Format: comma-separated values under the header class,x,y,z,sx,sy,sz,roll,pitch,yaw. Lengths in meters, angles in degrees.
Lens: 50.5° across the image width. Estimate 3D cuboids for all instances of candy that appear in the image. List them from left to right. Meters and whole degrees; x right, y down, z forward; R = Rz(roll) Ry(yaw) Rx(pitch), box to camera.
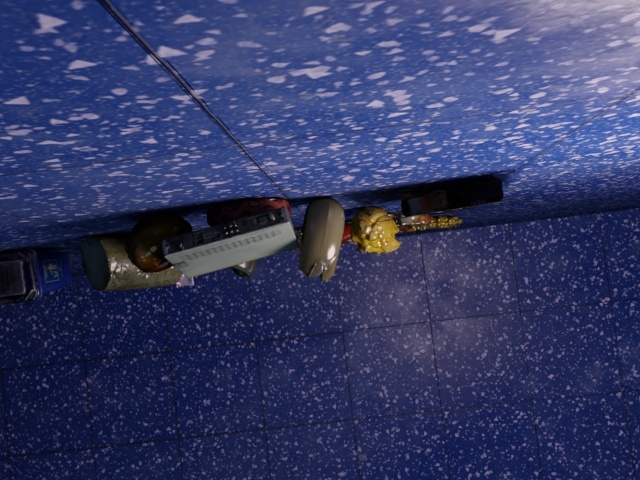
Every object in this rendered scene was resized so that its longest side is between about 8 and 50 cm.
class,x,y,z,sx,sy,sz,roll,pitch,yaw
candy,-0.511,0.093,2.540,0.073,0.160,0.092,-3,-177,-9

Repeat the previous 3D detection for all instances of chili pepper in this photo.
class,x,y,z,sx,sy,sz,roll,pitch,yaw
chili pepper,0.039,-0.004,2.270,0.272,0.071,0.063,-25,-163,16

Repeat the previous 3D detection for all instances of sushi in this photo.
class,x,y,z,sx,sy,sz,roll,pitch,yaw
sushi,0.252,-0.050,2.342,0.340,0.068,0.320,-6,177,-18
sushi,0.304,-0.101,1.612,0.359,0.064,0.343,-8,-179,11

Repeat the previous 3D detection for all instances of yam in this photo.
class,x,y,z,sx,sy,sz,roll,pitch,yaw
yam,-0.508,0.056,1.912,0.168,0.167,0.304,-10,174,43

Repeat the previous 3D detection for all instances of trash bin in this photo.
class,x,y,z,sx,sy,sz,roll,pitch,yaw
trash bin,-0.874,0.102,2.042,0.184,0.162,0.234,-7,-177,13

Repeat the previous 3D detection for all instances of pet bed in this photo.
class,x,y,z,sx,sy,sz,roll,pitch,yaw
pet bed,-0.157,-0.058,1.514,0.201,0.053,0.201,-8,172,-1

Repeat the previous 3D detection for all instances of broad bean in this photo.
class,x,y,z,sx,sy,sz,roll,pitch,yaw
broad bean,-0.363,0.005,1.547,0.156,0.122,0.228,-24,-178,-8

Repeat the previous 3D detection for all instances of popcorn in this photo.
class,x,y,z,sx,sy,sz,roll,pitch,yaw
popcorn,0.154,-0.025,1.931,0.167,0.152,0.148,33,-174,-47

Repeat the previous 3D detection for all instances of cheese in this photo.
class,x,y,z,sx,sy,sz,roll,pitch,yaw
cheese,0.000,0.000,1.550,0.091,0.175,0.202,10,-141,-2

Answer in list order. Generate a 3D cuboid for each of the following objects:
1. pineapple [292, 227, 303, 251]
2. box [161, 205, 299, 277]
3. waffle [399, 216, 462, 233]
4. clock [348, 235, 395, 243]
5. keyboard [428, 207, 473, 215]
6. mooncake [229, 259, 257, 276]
class,x,y,z,sx,sy,sz,roll,pitch,yaw
pineapple,-0.083,-0.004,2.337,0.103,0.083,0.221,9,-177,20
box,-0.188,0.006,1.468,0.270,0.045,0.211,-16,161,2
waffle,0.428,-0.062,2.702,0.229,0.051,0.232,-8,178,-23
clock,0.174,-0.025,2.542,0.229,0.063,0.156,-2,-172,-21
keyboard,0.412,-0.102,2.178,0.155,0.010,0.053,-9,160,27
mooncake,-0.292,0.053,2.204,0.104,0.175,0.168,-16,-148,53
